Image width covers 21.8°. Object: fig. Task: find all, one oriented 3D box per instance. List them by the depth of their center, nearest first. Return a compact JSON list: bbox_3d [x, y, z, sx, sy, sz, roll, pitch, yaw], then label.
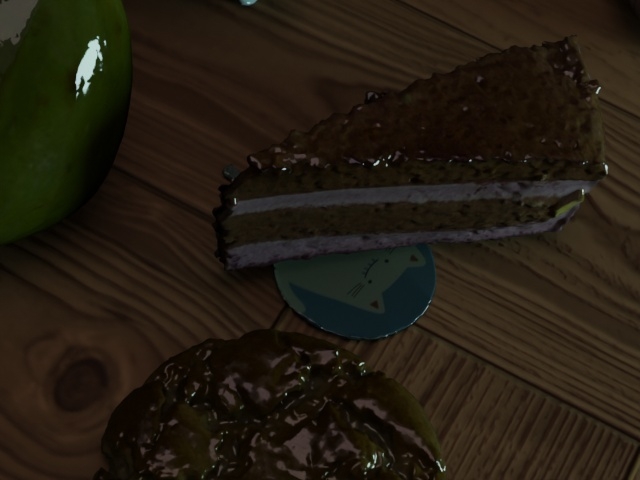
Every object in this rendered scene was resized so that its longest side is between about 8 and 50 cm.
[{"bbox_3d":[-0.218,-0.110,1.052,0.203,0.225,0.203,20,39,-17],"label":"fig"}]

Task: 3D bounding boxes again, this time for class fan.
[{"bbox_3d":[0.000,0.000,1.140,0.175,0.005,0.113,37,58,14],"label":"fan"}]

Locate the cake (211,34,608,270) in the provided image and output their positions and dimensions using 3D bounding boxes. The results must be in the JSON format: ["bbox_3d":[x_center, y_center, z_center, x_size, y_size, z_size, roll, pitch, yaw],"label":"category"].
[{"bbox_3d":[0.067,-0.041,1.104,0.295,0.116,0.112,-16,58,-23],"label":"cake"}]

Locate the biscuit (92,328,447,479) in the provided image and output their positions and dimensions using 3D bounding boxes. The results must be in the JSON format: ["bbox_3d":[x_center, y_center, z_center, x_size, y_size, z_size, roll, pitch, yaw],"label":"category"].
[{"bbox_3d":[-0.030,0.148,1.022,0.226,0.042,0.226,4,58,-6],"label":"biscuit"}]

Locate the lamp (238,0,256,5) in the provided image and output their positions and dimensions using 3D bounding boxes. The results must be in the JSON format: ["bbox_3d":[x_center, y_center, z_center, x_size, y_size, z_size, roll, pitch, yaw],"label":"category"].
[{"bbox_3d":[-0.063,-0.312,1.231,0.301,0.247,0.247,-42,112,-40],"label":"lamp"}]

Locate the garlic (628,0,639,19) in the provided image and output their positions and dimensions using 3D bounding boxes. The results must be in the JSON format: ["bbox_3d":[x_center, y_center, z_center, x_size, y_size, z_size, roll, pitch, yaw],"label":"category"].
[{"bbox_3d":[0.301,-0.209,1.264,0.147,0.102,0.159,-23,64,-20],"label":"garlic"}]
